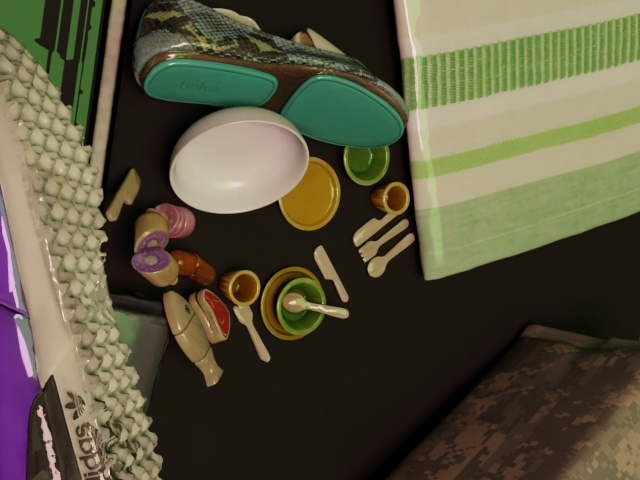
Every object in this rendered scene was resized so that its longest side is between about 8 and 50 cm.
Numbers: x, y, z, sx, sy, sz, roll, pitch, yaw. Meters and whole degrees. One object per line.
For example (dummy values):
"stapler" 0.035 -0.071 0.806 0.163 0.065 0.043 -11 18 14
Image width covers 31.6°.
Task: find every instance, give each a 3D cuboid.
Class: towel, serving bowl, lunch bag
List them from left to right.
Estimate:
"serving bowl" -0.050 -0.052 0.673 0.083 0.083 0.027 12 46 -34
"towel" 0.150 -0.158 0.812 0.248 0.038 0.325 -16 105 -30
"lunch bag" 0.181 0.244 0.789 0.235 0.169 0.287 -39 116 -32

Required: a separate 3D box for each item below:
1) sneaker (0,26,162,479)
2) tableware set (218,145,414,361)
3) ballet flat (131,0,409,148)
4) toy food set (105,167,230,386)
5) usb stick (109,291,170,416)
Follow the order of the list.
"sneaker" -0.181 0.035 0.570 0.146 0.102 0.293 -15 84 6
"tableware set" 0.000 0.000 0.734 0.154 0.024 0.104 -37 113 -25
"ballet flat" -0.026 -0.106 0.686 0.188 0.070 0.070 12 88 -36
"toy food set" -0.080 0.017 0.663 0.122 0.019 0.078 61 20 -24
"usb stick" -0.149 0.161 0.639 0.077 0.045 0.278 16 86 -35
